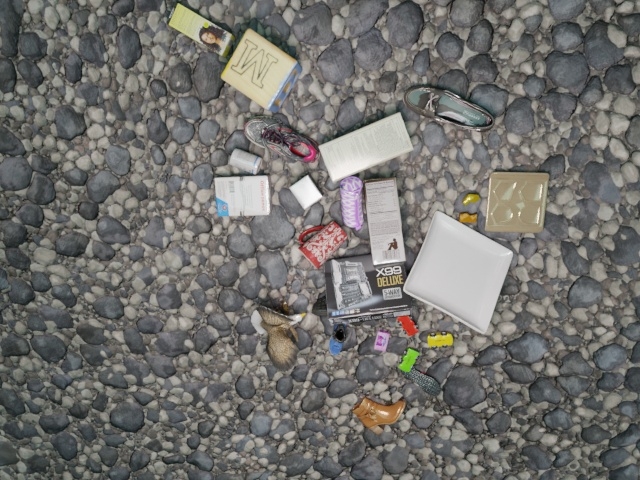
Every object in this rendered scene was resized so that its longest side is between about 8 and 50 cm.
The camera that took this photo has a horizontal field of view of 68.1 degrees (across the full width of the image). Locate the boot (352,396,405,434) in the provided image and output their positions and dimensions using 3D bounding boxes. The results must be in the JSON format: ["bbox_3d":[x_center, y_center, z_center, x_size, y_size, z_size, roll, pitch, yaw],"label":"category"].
[{"bbox_3d":[0.239,0.693,1.950,0.152,0.073,0.197,42,99,0],"label":"boot"}]

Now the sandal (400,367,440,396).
[{"bbox_3d":[0.410,0.562,1.928,0.179,0.040,0.067,34,97,12],"label":"sandal"}]

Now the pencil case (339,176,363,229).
[{"bbox_3d":[0.119,-0.137,1.728,0.086,0.206,0.088,-31,54,-17],"label":"pencil case"}]

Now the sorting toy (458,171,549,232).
[{"bbox_3d":[0.675,-0.142,1.756,0.306,0.041,0.229,2,106,5],"label":"sorting toy"}]

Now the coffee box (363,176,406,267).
[{"bbox_3d":[0.228,-0.059,1.699,0.118,0.168,0.298,-7,81,6],"label":"coffee box"}]

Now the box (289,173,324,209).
[{"bbox_3d":[-0.050,-0.184,1.772,0.087,0.102,0.101,-34,98,9],"label":"box"}]

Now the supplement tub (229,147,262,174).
[{"bbox_3d":[-0.279,-0.297,1.784,0.107,0.071,0.071,22,103,0],"label":"supplement tub"}]

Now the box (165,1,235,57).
[{"bbox_3d":[-0.431,-0.757,1.706,0.232,0.058,0.087,29,103,-1],"label":"box"}]

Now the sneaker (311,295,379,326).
[{"bbox_3d":[0.108,0.282,1.860,0.285,0.109,0.130,-4,119,13],"label":"sneaker"}]

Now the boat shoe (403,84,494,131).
[{"bbox_3d":[0.457,-0.470,1.672,0.334,0.095,0.112,20,103,0],"label":"boat shoe"}]

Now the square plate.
[{"bbox_3d":[0.508,0.115,1.748,0.343,0.049,0.348,28,72,-3],"label":"square plate"}]

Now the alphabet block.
[{"bbox_3d":[-0.200,-0.585,1.657,0.197,0.192,0.194,34,101,-4],"label":"alphabet block"}]

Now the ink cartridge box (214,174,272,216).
[{"bbox_3d":[-0.289,-0.172,1.802,0.202,0.086,0.148,-1,101,4],"label":"ink cartridge box"}]

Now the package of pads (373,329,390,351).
[{"bbox_3d":[0.246,0.403,1.906,0.050,0.032,0.084,12,103,1],"label":"package of pads"}]

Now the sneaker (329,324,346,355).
[{"bbox_3d":[0.067,0.401,1.894,0.058,0.084,0.152,16,103,1],"label":"sneaker"}]

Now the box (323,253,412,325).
[{"bbox_3d":[0.173,0.176,1.775,0.307,0.077,0.243,-8,60,7],"label":"box"}]

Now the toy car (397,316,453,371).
[{"bbox_3d":[0.377,0.416,1.888,0.238,0.053,0.225,26,103,0],"label":"toy car"}]

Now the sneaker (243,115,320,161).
[{"bbox_3d":[-0.140,-0.375,1.735,0.298,0.112,0.121,20,103,1],"label":"sneaker"}]

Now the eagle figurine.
[{"bbox_3d":[-0.156,0.328,1.788,0.226,0.298,0.225,33,103,-3],"label":"eagle figurine"}]

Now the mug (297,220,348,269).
[{"bbox_3d":[0.001,0.000,1.795,0.169,0.113,0.150,-42,83,-3],"label":"mug"}]

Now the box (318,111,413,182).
[{"bbox_3d":[0.162,-0.335,1.712,0.310,0.121,0.148,-20,100,9],"label":"box"}]
